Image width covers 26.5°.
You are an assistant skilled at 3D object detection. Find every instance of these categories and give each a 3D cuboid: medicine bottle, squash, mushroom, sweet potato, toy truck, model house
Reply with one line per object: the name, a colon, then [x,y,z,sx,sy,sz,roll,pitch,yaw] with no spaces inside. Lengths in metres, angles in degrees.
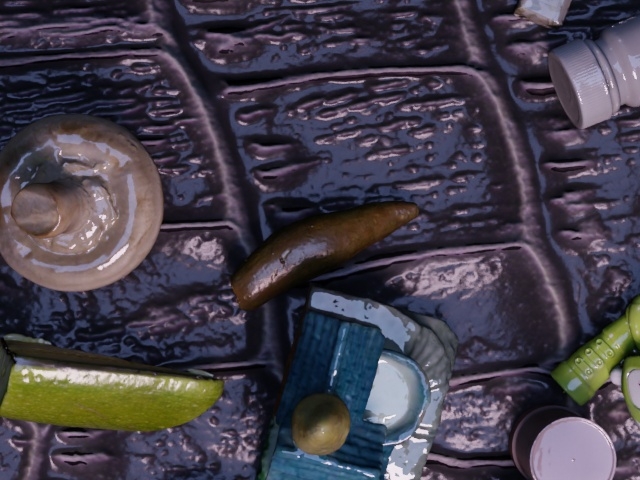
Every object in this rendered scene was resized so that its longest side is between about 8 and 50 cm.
medicine bottle: [0.362,-0.207,1.593,0.168,0.105,0.105,-23,89,-2]
squash: [-0.256,0.176,1.597,0.252,0.169,0.093,9,91,-23]
mushroom: [-0.285,-0.042,1.528,0.207,0.215,0.207,0,94,6]
sweet potato: [0.000,0.000,1.602,0.243,0.077,0.077,-30,89,-5]
toy truck: [0.398,0.141,1.576,0.210,0.148,0.187,31,91,25]
model house: [0.040,0.199,1.471,0.194,0.325,0.267,16,89,2]

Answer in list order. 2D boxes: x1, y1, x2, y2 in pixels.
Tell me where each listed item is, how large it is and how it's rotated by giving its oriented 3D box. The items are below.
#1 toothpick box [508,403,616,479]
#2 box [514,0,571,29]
toothpick box: [0.275,0.242,1.559,0.098,0.149,0.098,0,89,-1]
box: [0.275,-0.306,1.623,0.062,0.045,0.098,19,90,1]
